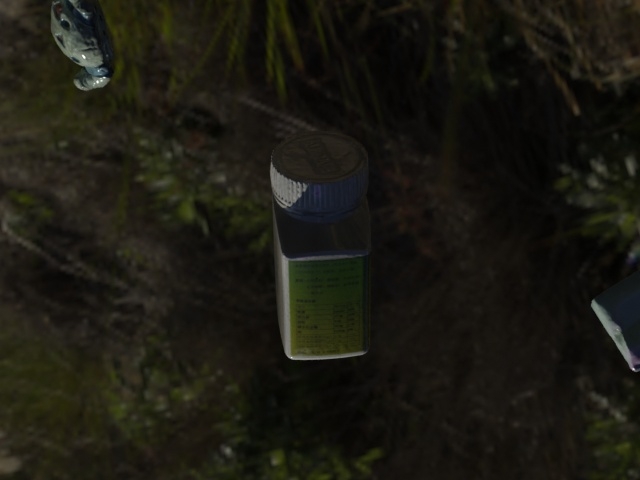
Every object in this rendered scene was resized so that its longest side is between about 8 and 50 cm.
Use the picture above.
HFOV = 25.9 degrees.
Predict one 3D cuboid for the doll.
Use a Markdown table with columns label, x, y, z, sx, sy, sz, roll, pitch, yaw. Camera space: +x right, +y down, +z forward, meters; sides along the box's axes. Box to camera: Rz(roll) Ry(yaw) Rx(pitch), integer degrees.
| label | x | y | z | sx | sy | sz | roll | pitch | yaw |
| --- | --- | --- | --- | --- | --- | --- | --- | --- | --- |
| doll | -0.324 | -0.289 | 1.901 | 0.071 | 0.103 | 0.214 | -36 | 143 | -29 |

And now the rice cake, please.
| label | x | y | z | sx | sy | sz | roll | pitch | yaw |
| --- | --- | --- | --- | --- | --- | --- | --- | --- | --- |
| rice cake | 0.366 | 0.033 | 1.295 | 0.222 | 0.080 | 0.042 | -33 | 157 | 10 |

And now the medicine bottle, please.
| label | x | y | z | sx | sy | sz | roll | pitch | yaw |
| --- | --- | --- | --- | --- | --- | --- | --- | --- | --- |
| medicine bottle | 0.000 | 0.000 | 1.286 | 0.088 | 0.132 | 0.188 | -3 | 128 | -3 |
